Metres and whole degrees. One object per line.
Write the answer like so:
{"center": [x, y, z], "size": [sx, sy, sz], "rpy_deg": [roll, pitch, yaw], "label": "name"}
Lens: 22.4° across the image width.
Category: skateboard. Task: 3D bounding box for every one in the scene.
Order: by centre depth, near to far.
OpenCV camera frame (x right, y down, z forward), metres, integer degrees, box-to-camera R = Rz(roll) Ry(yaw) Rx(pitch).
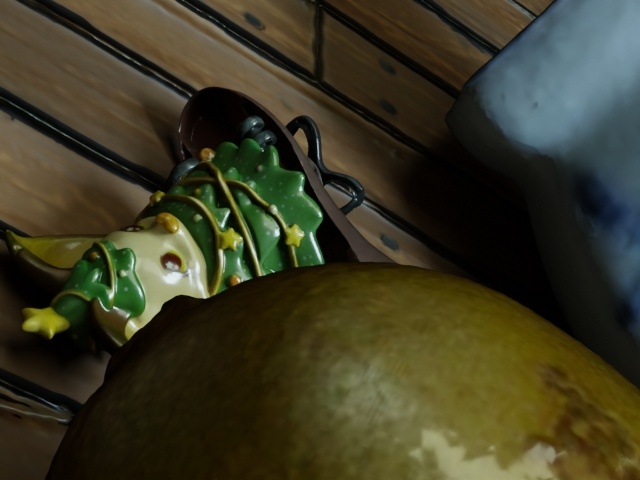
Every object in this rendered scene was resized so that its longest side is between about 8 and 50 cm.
{"center": [0.000, 0.000, 0.646], "size": [0.151, 0.067, 0.080], "rpy_deg": [56, 25, 17], "label": "skateboard"}

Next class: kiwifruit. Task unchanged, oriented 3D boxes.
{"center": [0.026, 0.112, 0.436], "size": [0.234, 0.196, 0.196], "rpy_deg": [51, 34, -4], "label": "kiwifruit"}

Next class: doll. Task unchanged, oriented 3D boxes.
{"center": [-0.056, 0.021, 0.575], "size": [0.113, 0.076, 0.078], "rpy_deg": [-34, 56, -28], "label": "doll"}

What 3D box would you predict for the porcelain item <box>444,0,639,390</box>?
{"center": [0.251, 0.035, 0.732], "size": [0.405, 0.242, 0.178], "rpy_deg": [48, 16, 2], "label": "porcelain item"}
